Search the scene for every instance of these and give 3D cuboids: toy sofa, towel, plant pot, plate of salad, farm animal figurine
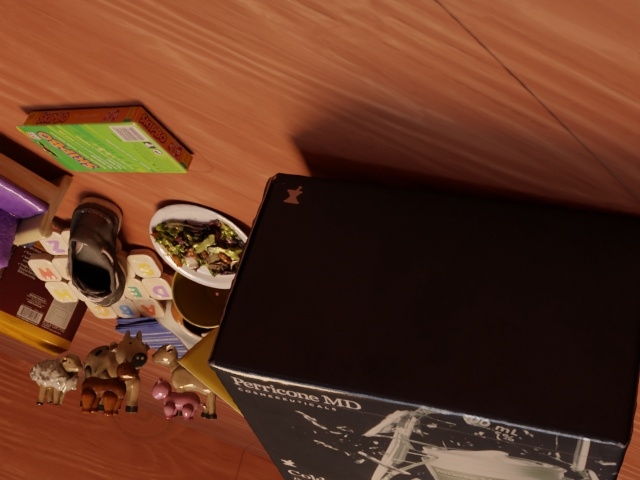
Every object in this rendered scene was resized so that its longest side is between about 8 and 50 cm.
[{"bbox_3d":[-0.609,-0.106,1.502,0.362,0.177,0.150,34,155,-29],"label":"toy sofa"},{"bbox_3d":[-0.332,0.268,2.342,0.336,0.040,0.243,33,154,-33],"label":"towel"},{"bbox_3d":[-0.124,0.242,1.815,0.212,0.187,0.212,37,170,11],"label":"plant pot"},{"bbox_3d":[-0.200,0.019,1.553,0.199,0.048,0.200,14,138,13],"label":"plate of salad"},{"bbox_3d":[-0.191,0.086,1.682,0.134,0.134,0.095,16,-174,10],"label":"plant pot"},{"bbox_3d":[-0.393,0.278,1.955,0.326,0.172,0.330,-2,169,39],"label":"farm animal figurine"}]

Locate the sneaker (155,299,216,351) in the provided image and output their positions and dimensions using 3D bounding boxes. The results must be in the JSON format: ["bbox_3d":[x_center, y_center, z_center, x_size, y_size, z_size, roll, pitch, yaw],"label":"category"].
[{"bbox_3d":[-0.235,0.211,2.011,0.123,0.106,0.290,3,151,42],"label":"sneaker"}]

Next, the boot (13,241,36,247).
[{"bbox_3d":[-0.630,-0.008,1.889,0.086,0.069,0.190,33,153,-22],"label":"boot"}]

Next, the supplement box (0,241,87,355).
[{"bbox_3d":[-0.605,0.118,1.996,0.191,0.194,0.129,28,156,-20],"label":"supplement box"}]

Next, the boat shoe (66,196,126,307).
[{"bbox_3d":[-0.427,0.049,1.719,0.112,0.096,0.335,18,145,1],"label":"boat shoe"}]

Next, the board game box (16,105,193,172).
[{"bbox_3d":[-0.319,-0.144,1.349,0.259,0.039,0.124,1,151,34],"label":"board game box"}]

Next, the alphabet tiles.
[{"bbox_3d":[-0.438,0.073,1.857,0.284,0.021,0.278,-3,138,18],"label":"alphabet tiles"}]

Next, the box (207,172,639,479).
[{"bbox_3d":[0.164,0.177,1.252,0.479,0.297,0.472,8,149,16],"label":"box"}]
